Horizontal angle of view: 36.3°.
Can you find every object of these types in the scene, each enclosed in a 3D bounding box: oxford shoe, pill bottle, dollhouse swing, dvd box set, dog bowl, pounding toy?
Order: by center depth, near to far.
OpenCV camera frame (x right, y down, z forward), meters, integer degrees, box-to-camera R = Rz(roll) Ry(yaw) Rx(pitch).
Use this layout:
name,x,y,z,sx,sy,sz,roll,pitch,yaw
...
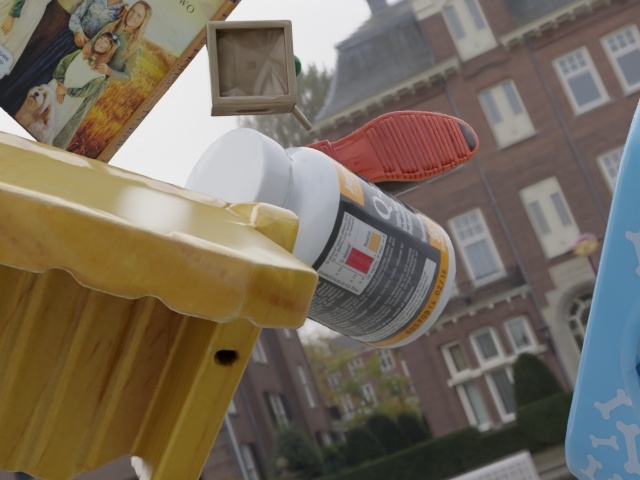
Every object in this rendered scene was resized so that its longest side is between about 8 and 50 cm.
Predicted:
name,x,y,z,sx,sy,sz,roll,pitch,yaw
dog bowl,0.187,0.015,0.461,0.166,0.074,0.297,-36,-42,-43
dollhouse swing,-0.205,0.062,0.535,0.347,0.305,0.315,17,-72,-18
pill bottle,0.000,0.000,1.022,0.162,0.162,0.278,-30,-42,34
oxford shoe,0.069,-0.094,1.253,0.271,0.097,0.098,-13,-22,-10
pounding toy,-0.078,-0.215,1.296,0.141,0.130,0.100,-3,-4,-9
dvd box set,-0.309,-0.338,1.373,0.420,0.307,0.062,-47,-3,12
